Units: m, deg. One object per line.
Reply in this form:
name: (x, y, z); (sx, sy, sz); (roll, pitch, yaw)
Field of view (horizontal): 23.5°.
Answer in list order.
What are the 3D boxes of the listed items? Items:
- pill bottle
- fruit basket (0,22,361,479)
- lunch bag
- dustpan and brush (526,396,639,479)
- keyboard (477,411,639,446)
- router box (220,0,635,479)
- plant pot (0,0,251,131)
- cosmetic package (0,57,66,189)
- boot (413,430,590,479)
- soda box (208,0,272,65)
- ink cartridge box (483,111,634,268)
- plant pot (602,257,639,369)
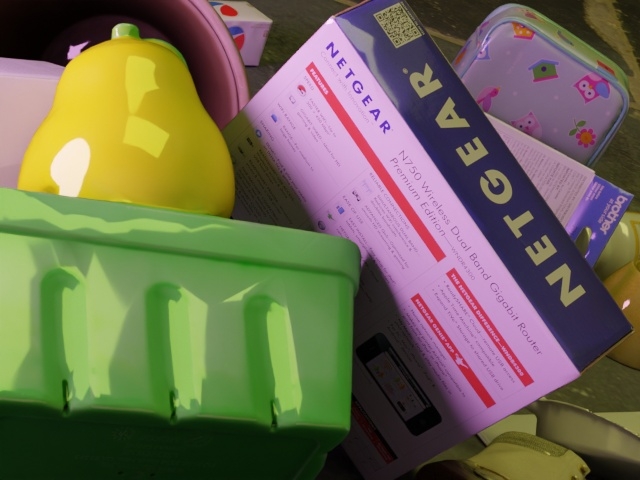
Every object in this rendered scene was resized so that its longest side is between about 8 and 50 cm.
pill bottle: (0.383, 0.015, 1.924); (0.184, 0.103, 0.103); (6, 29, -30)
fruit basket: (-0.165, 0.030, 1.226); (0.392, 0.283, 0.392); (18, 41, -17)
lunch bag: (0.241, -0.132, 1.907); (0.224, 0.279, 0.108); (30, 24, -7)
dustpan and brush: (0.230, 0.174, 1.462); (0.211, 0.060, 0.147); (17, -15, 1)
keyboard: (0.264, 0.200, 1.569); (0.256, 0.014, 0.072); (4, 25, -34)
router box: (0.053, 0.012, 1.286); (0.082, 0.301, 0.335); (-31, 85, -40)
plant pot: (-0.224, -0.137, 1.562); (0.323, 0.323, 0.280); (20, 8, -3)
cosmetic package: (-0.318, -0.043, 1.307); (0.224, 0.224, 0.138); (1, 13, -39)
boot: (0.203, 0.249, 1.348); (0.213, 0.077, 0.165); (35, 25, 26)
soda box: (-0.171, -0.288, 2.125); (0.216, 0.074, 0.069); (-7, 37, -46)
ink cartridge box: (0.189, -0.046, 1.791); (0.311, 0.186, 0.065); (30, 3, 19)
plant pot: (0.378, 0.078, 1.801); (0.134, 0.095, 0.134); (18, 26, -9)
